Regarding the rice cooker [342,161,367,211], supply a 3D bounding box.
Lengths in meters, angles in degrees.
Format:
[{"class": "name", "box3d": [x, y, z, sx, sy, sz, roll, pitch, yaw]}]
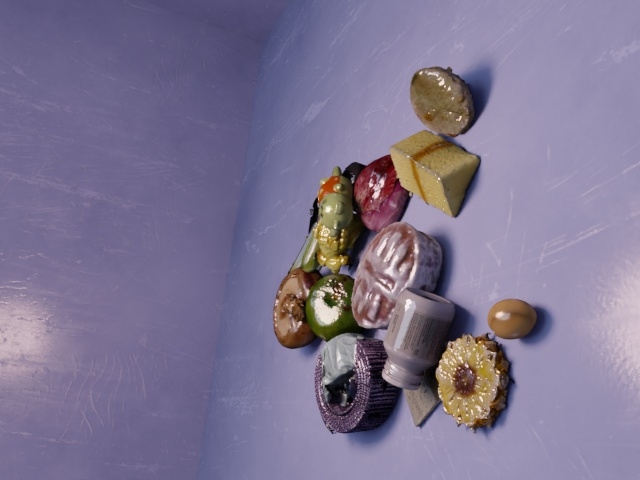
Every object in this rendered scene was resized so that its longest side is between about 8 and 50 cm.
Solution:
[{"class": "rice cooker", "box3d": [0.111, -0.176, 1.980, 0.165, 0.106, 0.112, -59, 28, 12]}]

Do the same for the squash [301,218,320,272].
[{"class": "squash", "box3d": [0.000, 0.000, 2.059, 0.238, 0.069, 0.069, -66, 22, 1]}]

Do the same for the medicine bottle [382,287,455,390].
[{"class": "medicine bottle", "box3d": [0.218, 0.228, 1.386, 0.135, 0.135, 0.215, 34, 108, 67]}]

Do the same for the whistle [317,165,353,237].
[{"class": "whistle", "box3d": [0.046, -0.131, 1.848, 0.288, 0.106, 0.131, -90, 9, -47]}]

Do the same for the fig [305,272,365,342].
[{"class": "fig", "box3d": [0.072, 0.224, 1.814, 0.203, 0.235, 0.203, -10, 61, 19]}]

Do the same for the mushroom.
[{"class": "mushroom", "box3d": [-0.070, 0.236, 2.117, 0.278, 0.163, 0.297, 174, 108, -76]}]

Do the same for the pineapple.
[{"class": "pineapple", "box3d": [0.312, 0.297, 1.260, 0.221, 0.047, 0.221, -35, 49, 52]}]

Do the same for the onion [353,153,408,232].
[{"class": "onion", "box3d": [0.181, -0.172, 1.785, 0.283, 0.120, 0.227, -64, 29, 28]}]

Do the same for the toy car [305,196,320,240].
[{"class": "toy car", "box3d": [-0.011, -0.072, 2.284, 0.095, 0.056, 0.204, 143, 139, -59]}]

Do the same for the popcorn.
[{"class": "popcorn", "box3d": [0.056, -0.005, 1.953, 0.168, 0.174, 0.195, -61, -26, -54]}]

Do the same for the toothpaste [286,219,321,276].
[{"class": "toothpaste", "box3d": [-0.033, 0.060, 2.221, 0.071, 0.089, 0.312, -92, 25, -50]}]

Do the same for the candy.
[{"class": "candy", "box3d": [0.195, 0.098, 1.542, 0.214, 0.157, 0.289, 40, 109, 51]}]

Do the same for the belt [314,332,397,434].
[{"class": "belt", "box3d": [0.088, 0.391, 1.650, 0.325, 0.122, 0.260, -48, 46, 52]}]

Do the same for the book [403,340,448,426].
[{"class": "book", "box3d": [0.259, 0.332, 1.432, 0.138, 0.016, 0.198, -104, 35, -49]}]

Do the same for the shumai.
[{"class": "shumai", "box3d": [0.329, -0.372, 1.554, 0.120, 0.201, 0.201, -41, 6, -26]}]

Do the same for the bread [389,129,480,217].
[{"class": "bread", "box3d": [0.284, -0.186, 1.549, 0.178, 0.142, 0.266, -59, 36, 8]}]

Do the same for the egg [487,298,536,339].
[{"class": "egg", "box3d": [0.374, 0.151, 1.167, 0.096, 0.080, 0.080, 133, 144, -56]}]
